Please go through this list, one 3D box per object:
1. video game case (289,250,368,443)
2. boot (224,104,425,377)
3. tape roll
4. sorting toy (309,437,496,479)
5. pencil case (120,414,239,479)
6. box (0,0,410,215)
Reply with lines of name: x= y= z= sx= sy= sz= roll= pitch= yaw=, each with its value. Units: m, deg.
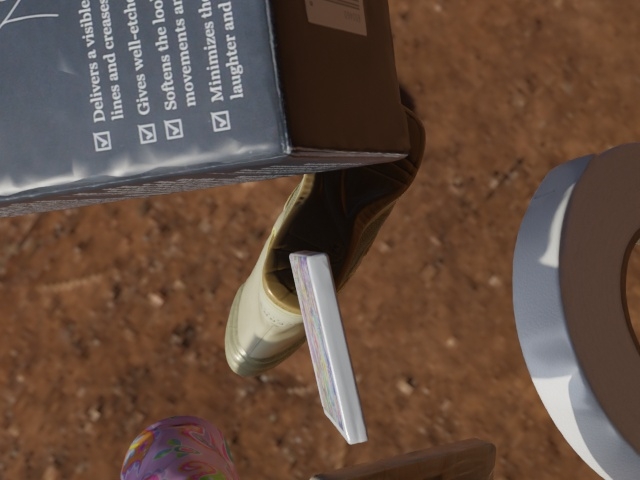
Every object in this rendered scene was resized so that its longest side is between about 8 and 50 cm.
video game case: x=0.003 y=0.048 z=0.755 sx=0.011 sy=0.087 sz=0.122 roll=-12 pitch=1 yaw=-5
boot: x=0.000 y=0.000 z=1.510 sx=0.262 sy=0.095 sz=0.203 roll=-62 pitch=2 yaw=-31
tape roll: x=0.366 y=0.084 z=1.668 sx=0.072 sy=0.392 sz=0.392 roll=-24 pitch=41 yaw=48
sorting toy: x=0.089 y=0.325 z=1.382 sx=0.089 sy=0.255 sz=0.257 roll=12 pitch=100 yaw=39
pencil case: x=-0.124 y=0.251 z=1.441 sx=0.124 sy=0.124 sz=0.284 roll=-52 pitch=12 yaw=1
box: x=-0.170 y=-0.171 z=1.044 sx=0.396 sy=0.212 sz=0.293 roll=-7 pitch=90 yaw=23
